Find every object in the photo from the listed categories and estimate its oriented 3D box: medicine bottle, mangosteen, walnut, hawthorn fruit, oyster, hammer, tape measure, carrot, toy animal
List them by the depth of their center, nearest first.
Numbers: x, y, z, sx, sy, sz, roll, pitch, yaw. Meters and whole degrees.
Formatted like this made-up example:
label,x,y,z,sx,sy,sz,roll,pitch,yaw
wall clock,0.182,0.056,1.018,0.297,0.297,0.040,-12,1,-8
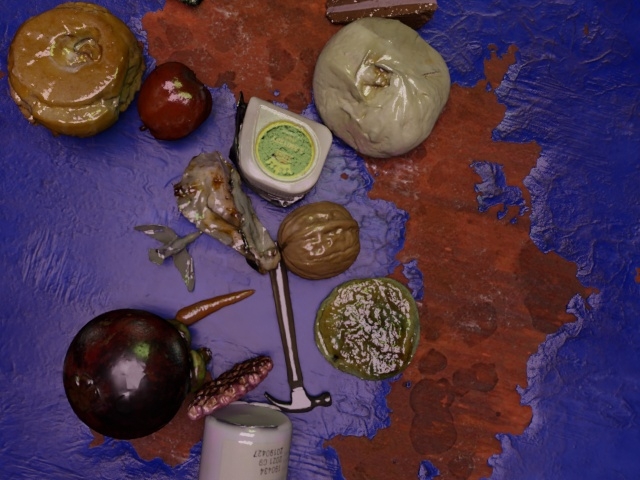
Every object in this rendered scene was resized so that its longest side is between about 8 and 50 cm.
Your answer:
label,x,y,z,sx,sy,sz,roll,pitch,yaw
medicine bottle,-0.190,0.594,1.708,0.213,0.213,0.379,8,91,-3
mangosteen,-0.434,0.306,1.713,0.305,0.359,0.306,5,100,28
oyster,-0.216,-0.065,1.774,0.337,0.198,0.133,52,42,8
walnut,0.000,0.000,1.781,0.213,0.213,0.214,0,86,-3
hawthorn fruit,-0.376,-0.340,1.790,0.202,0.185,0.185,-40,89,11
toy animal,-0.352,0.015,1.804,0.155,0.095,0.219,-34,90,-1
tape measure,-0.128,-0.217,1.815,0.270,0.133,0.232,24,76,-7
carrot,-0.267,0.164,1.827,0.216,0.048,0.048,-21,88,-10
hammer,-0.083,0.219,1.833,0.168,0.044,0.440,-8,86,-6

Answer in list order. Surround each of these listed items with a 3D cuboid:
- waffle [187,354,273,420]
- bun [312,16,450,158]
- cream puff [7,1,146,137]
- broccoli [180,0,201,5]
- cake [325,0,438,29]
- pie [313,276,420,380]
label,x,y,z,sx,sy,sz,roll,pitch,yaw
waffle,-0.215,0.350,1.726,0.234,0.221,0.056,-31,95,2
bun,0.158,-0.388,1.804,0.360,0.213,0.362,0,88,-1
cream puff,-0.584,-0.400,1.750,0.326,0.231,0.343,-18,81,-10
broccoli,-0.338,-0.694,1.824,0.154,0.160,0.167,28,73,-28
cake,0.162,-0.621,1.894,0.295,0.113,0.116,3,80,8
pie,0.122,0.219,1.827,0.276,0.078,0.277,0,84,-4
